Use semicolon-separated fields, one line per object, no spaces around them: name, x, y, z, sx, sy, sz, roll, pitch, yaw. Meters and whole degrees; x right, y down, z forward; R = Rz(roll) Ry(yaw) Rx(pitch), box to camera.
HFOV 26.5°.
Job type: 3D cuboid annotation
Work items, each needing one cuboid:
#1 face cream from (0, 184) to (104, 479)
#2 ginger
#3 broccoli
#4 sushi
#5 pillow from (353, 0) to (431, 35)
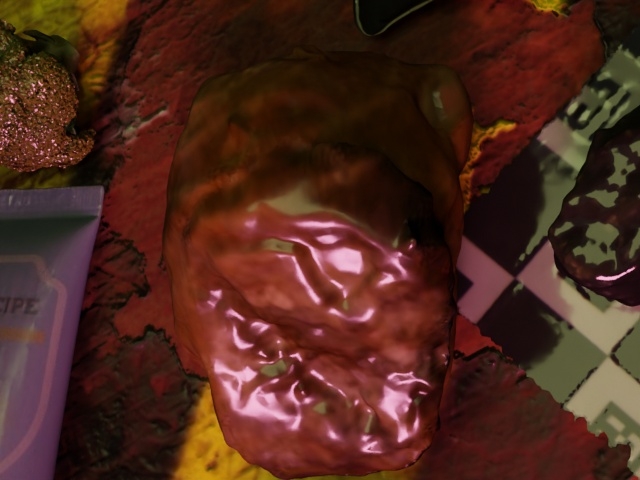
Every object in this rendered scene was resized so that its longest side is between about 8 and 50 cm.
face cream;-0.247;0.143;1.045;0.135;0.086;0.385;-1;75;22
ginger;-0.004;0.000;0.915;0.200;0.269;0.223;4;42;5
broccoli;-0.239;-0.116;1.077;0.131;0.130;0.120;11;44;33
sushi;0.267;0.024;0.846;0.296;0.100;0.373;-48;67;7
pillow;0.080;-0.209;0.994;0.135;0.055;0.091;-14;57;17
